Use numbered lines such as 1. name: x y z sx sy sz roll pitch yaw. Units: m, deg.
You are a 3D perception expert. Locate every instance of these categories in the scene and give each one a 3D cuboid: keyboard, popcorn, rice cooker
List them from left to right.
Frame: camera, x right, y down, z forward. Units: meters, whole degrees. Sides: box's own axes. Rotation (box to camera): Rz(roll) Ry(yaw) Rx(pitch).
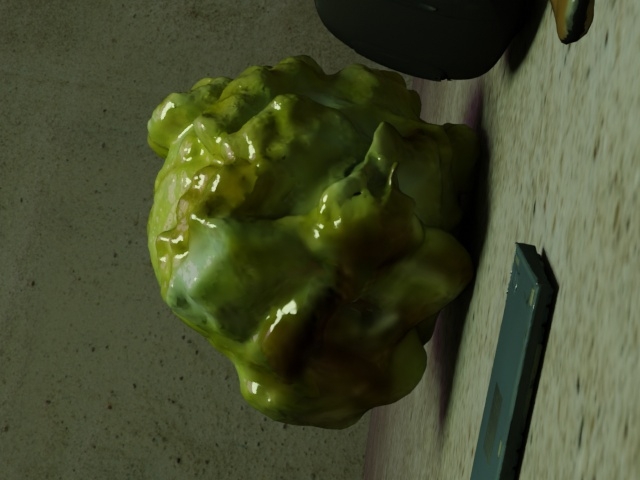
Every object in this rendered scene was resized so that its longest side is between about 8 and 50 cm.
1. popcorn: 0.001 -0.017 0.826 0.312 0.312 0.312 7 -90 -88
2. rice cooker: 0.070 -0.177 0.629 0.203 0.142 0.118 77 -147 -85
3. keyboard: 0.091 0.092 0.483 0.055 0.014 0.176 -79 -4 -70

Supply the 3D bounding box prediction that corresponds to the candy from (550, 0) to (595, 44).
1. candy: 0.085 -0.201 0.366 0.271 0.101 0.143 -88 -3 -45
